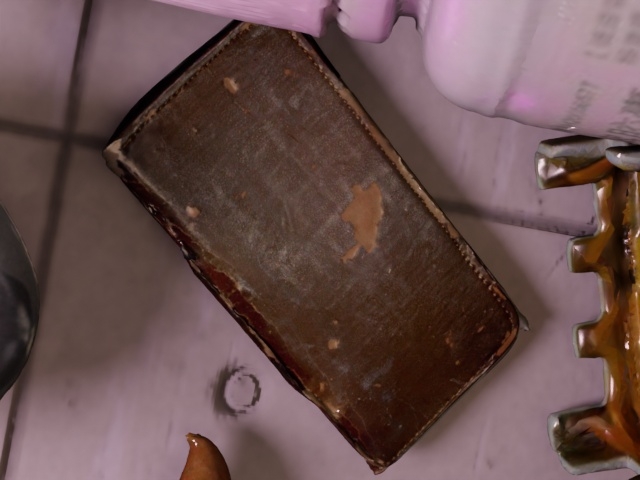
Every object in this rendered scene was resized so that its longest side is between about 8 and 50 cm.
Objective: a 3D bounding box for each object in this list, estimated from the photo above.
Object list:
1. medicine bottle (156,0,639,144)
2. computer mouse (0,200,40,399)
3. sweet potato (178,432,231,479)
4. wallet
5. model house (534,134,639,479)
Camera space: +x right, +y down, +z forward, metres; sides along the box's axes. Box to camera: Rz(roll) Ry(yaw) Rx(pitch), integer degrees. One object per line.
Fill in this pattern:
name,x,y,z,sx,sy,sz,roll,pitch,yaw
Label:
medicine bottle,0.094,-0.173,0.621,0.324,0.256,0.256,9,96,0
computer mouse,-0.305,-0.007,0.642,0.379,0.090,0.167,17,93,-15
sweet potato,-0.115,0.180,0.750,0.202,0.058,0.055,-44,88,-6
wallet,0.000,0.000,0.773,0.122,0.031,0.232,-43,111,-12
model house,0.237,0.039,0.762,0.215,0.224,0.198,-6,102,-11
